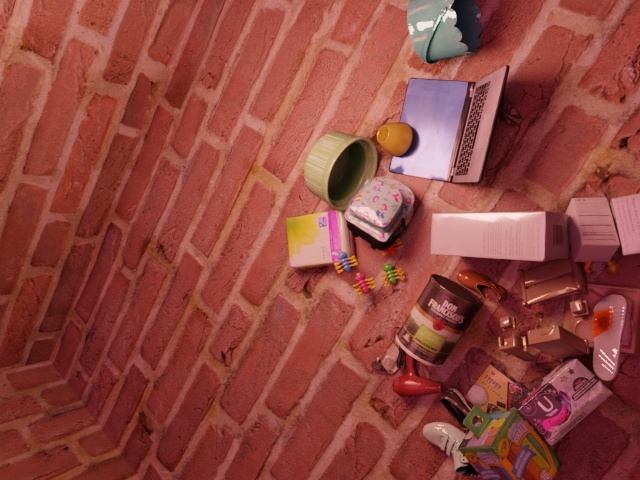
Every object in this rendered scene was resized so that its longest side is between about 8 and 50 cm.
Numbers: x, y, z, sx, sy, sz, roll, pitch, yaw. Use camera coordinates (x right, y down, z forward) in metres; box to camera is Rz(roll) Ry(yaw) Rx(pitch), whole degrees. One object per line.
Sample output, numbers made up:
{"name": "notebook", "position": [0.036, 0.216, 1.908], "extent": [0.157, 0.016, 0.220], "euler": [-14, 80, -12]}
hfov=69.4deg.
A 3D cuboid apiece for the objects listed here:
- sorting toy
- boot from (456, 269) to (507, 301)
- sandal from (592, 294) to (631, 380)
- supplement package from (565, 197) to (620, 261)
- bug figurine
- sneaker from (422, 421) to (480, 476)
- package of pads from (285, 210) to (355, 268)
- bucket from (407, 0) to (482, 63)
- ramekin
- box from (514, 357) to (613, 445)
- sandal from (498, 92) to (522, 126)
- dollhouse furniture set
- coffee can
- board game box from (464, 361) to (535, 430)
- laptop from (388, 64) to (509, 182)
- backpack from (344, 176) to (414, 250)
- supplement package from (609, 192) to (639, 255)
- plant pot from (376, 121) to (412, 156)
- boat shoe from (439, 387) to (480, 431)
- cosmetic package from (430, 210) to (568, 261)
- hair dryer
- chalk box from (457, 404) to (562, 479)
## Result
{"name": "sorting toy", "position": [0.922, 0.201, 1.500], "extent": [0.229, 0.041, 0.307], "euler": [5, 92, 34]}
{"name": "boot", "position": [0.561, 0.157, 1.633], "extent": [0.197, 0.152, 0.073], "euler": [22, 100, 28]}
{"name": "sandal", "position": [0.907, 0.301, 1.436], "extent": [0.102, 0.076, 0.265], "euler": [-1, 77, 65]}
{"name": "supplement package", "position": [0.846, -0.034, 1.450], "extent": [0.105, 0.105, 0.179], "euler": [0, 58, 11]}
{"name": "bug figurine", "position": [0.202, 0.096, 1.847], "extent": [0.279, 0.072, 0.216], "euler": [-20, 92, -2]}
{"name": "sneaker", "position": [0.476, 0.754, 1.670], "extent": [0.256, 0.151, 0.094], "euler": [12, 108, 30]}
{"name": "package of pads", "position": [0.000, 0.000, 1.982], "extent": [0.296, 0.101, 0.229], "euler": [-8, 84, 30]}
{"name": "bucket", "position": [0.444, -0.779, 1.650], "extent": [0.183, 0.281, 0.281], "euler": [-2, 89, 38]}
{"name": "ramekin", "position": [0.076, -0.283, 1.836], "extent": [0.148, 0.303, 0.303], "euler": [31, 104, 34]}
{"name": "box", "position": [0.765, 0.506, 1.479], "extent": [0.247, 0.163, 0.142], "euler": [-45, 69, 5]}
{"name": "sandal", "position": [0.651, -0.483, 1.656], "extent": [0.072, 0.049, 0.180], "euler": [-42, 85, 28]}
{"name": "dollhouse furniture set", "position": [0.769, 0.204, 1.572], "extent": [0.303, 0.174, 0.355], "euler": [-30, 42, 45]}
{"name": "coffee can", "position": [0.426, 0.290, 1.682], "extent": [0.201, 0.201, 0.275], "euler": [34, 106, 25]}
{"name": "board game box", "position": [0.660, 0.574, 1.637], "extent": [0.243, 0.042, 0.165], "euler": [38, 108, 24]}
{"name": "laptop", "position": [0.440, -0.416, 1.671], "extent": [0.236, 0.408, 0.382], "euler": [11, 96, -5]}
{"name": "backpack", "position": [0.236, -0.123, 1.781], "extent": [0.225, 0.191, 0.253], "euler": [34, 70, 23]}
{"name": "supplement package", "position": [1.035, -0.064, 1.357], "extent": [0.293, 0.175, 0.177], "euler": [-12, 83, 28]}
{"name": "plant pot", "position": [0.277, -0.404, 1.805], "extent": [0.134, 0.095, 0.134], "euler": [-11, 76, 53]}
{"name": "boat shoe", "position": [0.528, 0.649, 1.681], "extent": [0.228, 0.068, 0.081], "euler": [50, 141, 24]}
{"name": "cosmetic package", "position": [0.586, -0.018, 1.540], "extent": [0.385, 0.217, 0.156], "euler": [0, 90, 46]}
{"name": "hair dryer", "position": [0.344, 0.498, 1.794], "extent": [0.293, 0.080, 0.223], "euler": [38, 106, 24]}
{"name": "chalk box", "position": [0.600, 0.684, 1.526], "extent": [0.289, 0.180, 0.179], "euler": [50, 148, 6]}
